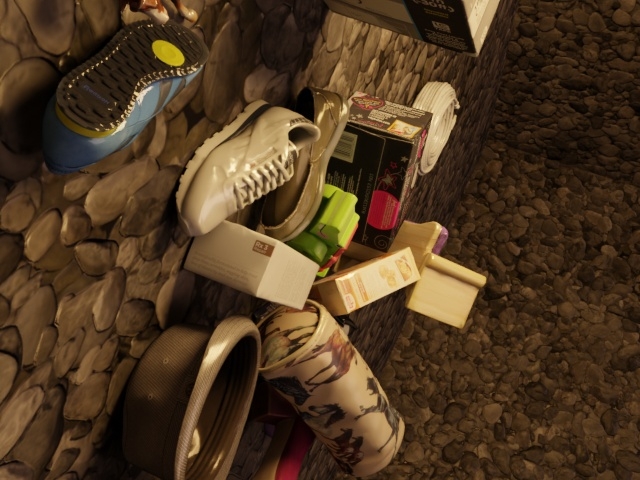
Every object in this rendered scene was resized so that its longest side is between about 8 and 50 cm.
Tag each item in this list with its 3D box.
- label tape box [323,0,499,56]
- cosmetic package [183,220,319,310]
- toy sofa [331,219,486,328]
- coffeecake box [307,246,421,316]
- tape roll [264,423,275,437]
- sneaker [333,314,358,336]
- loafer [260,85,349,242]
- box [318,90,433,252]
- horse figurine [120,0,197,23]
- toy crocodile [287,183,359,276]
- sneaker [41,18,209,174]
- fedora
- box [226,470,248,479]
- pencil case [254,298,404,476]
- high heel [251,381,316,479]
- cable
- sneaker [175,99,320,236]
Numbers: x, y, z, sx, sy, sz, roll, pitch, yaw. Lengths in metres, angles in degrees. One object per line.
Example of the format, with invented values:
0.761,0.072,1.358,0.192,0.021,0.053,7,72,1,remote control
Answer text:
0.085,-0.352,0.795,0.106,0.241,0.334,-68,163,5,label tape box
-0.090,0.038,0.938,0.085,0.117,0.231,-69,163,-3,cosmetic package
0.186,0.046,1.413,0.362,0.150,0.177,20,-93,63,toy sofa
0.070,0.083,1.225,0.185,0.142,0.068,-21,91,-35,coffeecake box
-0.030,0.364,1.582,0.275,0.090,0.275,-58,161,-33,tape roll
-0.015,0.202,1.424,0.146,0.122,0.330,-51,165,4,sneaker
-0.041,-0.121,0.983,0.087,0.094,0.251,27,78,-45,loafer
0.096,-0.131,1.235,0.142,0.163,0.247,-54,159,-50,box
-0.103,-0.306,0.566,0.174,0.066,0.263,-8,120,-78,horse figurine
0.000,0.000,1.104,0.115,0.105,0.340,-62,-175,-22,toy crocodile
-0.174,-0.130,0.580,0.082,0.069,0.209,-46,-170,42,sneaker
-0.179,0.220,0.864,0.244,0.124,0.275,56,48,-73,fedora
-0.106,0.604,1.285,0.169,0.290,0.087,-47,152,-47,box
0.013,0.285,1.214,0.410,0.184,0.160,57,25,-35,pencil case
-0.054,0.473,1.282,0.181,0.127,0.377,24,58,-33,high heel
0.290,-0.307,1.768,0.257,0.089,0.257,-65,162,-8,cable
-0.091,-0.090,0.818,0.235,0.095,0.090,-56,161,-31,sneaker
